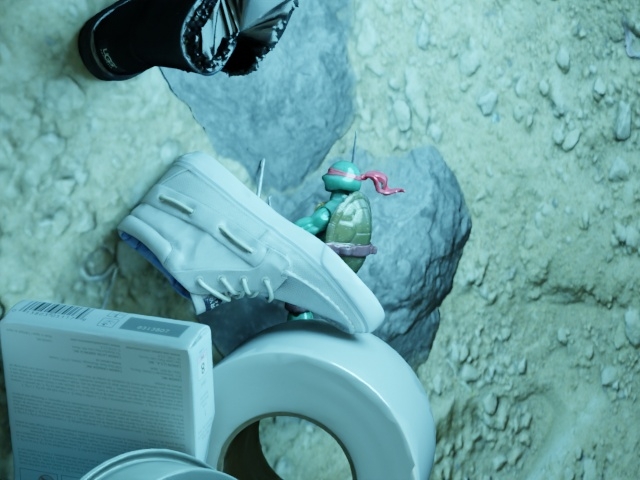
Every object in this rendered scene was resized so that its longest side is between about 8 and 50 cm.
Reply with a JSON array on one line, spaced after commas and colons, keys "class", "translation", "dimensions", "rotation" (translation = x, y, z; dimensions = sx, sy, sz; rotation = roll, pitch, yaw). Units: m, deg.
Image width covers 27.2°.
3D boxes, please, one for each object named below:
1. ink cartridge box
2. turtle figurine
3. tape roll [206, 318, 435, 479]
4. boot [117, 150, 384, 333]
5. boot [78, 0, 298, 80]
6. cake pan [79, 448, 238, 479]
[{"class": "ink cartridge box", "translation": [-0.189, 0.177, 1.193], "dimensions": [0.066, 0.189, 0.232], "rotation": [-51, 144, -60]}, {"class": "turtle figurine", "translation": [0.000, 0.000, 1.376], "dimensions": [0.175, 0.118, 0.234], "rotation": [4, 98, -40]}, {"class": "tape roll", "translation": [-0.018, 0.207, 1.261], "dimensions": [0.169, 0.246, 0.246], "rotation": [-38, 126, -77]}, {"class": "boot", "translation": [-0.072, 0.034, 1.266], "dimensions": [0.123, 0.258, 0.095], "rotation": [-47, 165, -20]}, {"class": "boot", "translation": [-0.083, -0.224, 1.219], "dimensions": [0.246, 0.207, 0.094], "rotation": [-41, 118, -30]}, {"class": "cake pan", "translation": [-0.111, 0.312, 1.060], "dimensions": [0.293, 0.054, 0.293], "rotation": [19, 65, -47]}]
